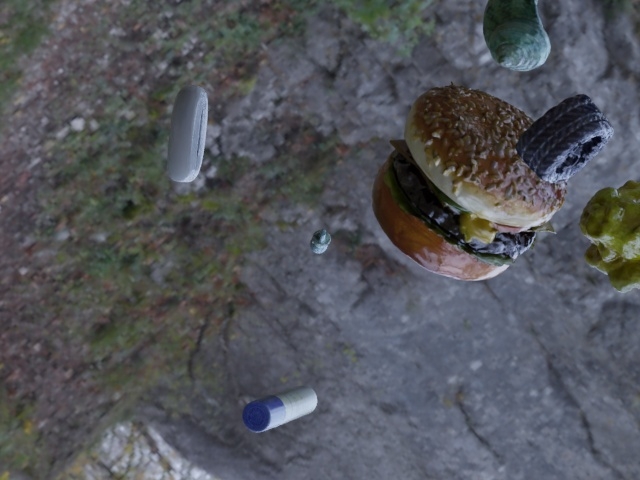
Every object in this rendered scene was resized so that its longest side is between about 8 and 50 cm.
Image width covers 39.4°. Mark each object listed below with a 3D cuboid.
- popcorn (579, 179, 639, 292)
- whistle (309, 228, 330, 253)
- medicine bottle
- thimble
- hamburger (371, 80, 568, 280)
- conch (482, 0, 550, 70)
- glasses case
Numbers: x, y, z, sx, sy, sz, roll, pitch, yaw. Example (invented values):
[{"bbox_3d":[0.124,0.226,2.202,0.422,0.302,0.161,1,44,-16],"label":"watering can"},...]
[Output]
[{"bbox_3d":[0.508,-0.012,1.404,0.198,0.155,0.197,-9,-153,5],"label":"popcorn"},{"bbox_3d":[0.000,0.000,1.706,0.035,0.035,0.100,-44,173,-18],"label":"whistle"},{"bbox_3d":[-0.072,0.311,1.665,0.059,0.059,0.231,-37,166,15],"label":"medicine bottle"},{"bbox_3d":[0.293,-0.122,1.079,0.095,0.066,0.104,-15,152,-39],"label":"thimble"},{"bbox_3d":[0.227,-0.092,1.337,0.225,0.291,0.291,-57,179,38],"label":"hamburger"},{"bbox_3d":[0.386,-0.421,1.761,0.122,0.188,0.176,-2,152,-9],"label":"conch"},{"bbox_3d":[-0.222,-0.178,1.491,0.063,0.164,0.041,2,174,40],"label":"glasses case"}]
